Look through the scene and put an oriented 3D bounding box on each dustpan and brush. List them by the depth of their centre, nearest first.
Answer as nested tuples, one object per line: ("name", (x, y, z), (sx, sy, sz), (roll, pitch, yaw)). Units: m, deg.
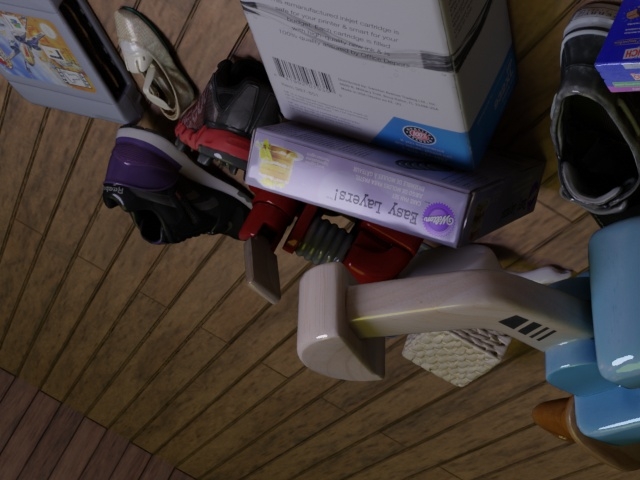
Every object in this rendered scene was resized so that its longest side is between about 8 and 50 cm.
("dustpan and brush", (0.202, 0.043, 1.786), (0.211, 0.147, 0.060), (-14, 107, 16))

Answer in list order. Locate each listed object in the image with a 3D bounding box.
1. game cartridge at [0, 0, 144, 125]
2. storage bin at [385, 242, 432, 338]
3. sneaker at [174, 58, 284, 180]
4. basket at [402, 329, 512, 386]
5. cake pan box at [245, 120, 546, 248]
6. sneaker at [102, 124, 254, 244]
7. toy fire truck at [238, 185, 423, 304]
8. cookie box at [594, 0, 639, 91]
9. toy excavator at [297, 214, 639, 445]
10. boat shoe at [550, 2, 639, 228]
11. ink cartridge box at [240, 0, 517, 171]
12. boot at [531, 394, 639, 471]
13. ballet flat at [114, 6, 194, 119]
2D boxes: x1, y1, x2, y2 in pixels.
("game cartridge", (-0.359, -0.261, 1.821), (0.198, 0.062, 0.297), (10, 151, 26))
("storage bin", (0.083, 0.063, 1.909), (0.098, 0.135, 0.091), (27, 166, 2))
("sneaker", (-0.104, -0.149, 1.721), (0.098, 0.135, 0.276), (22, -178, -16))
("basket", (0.189, 0.115, 1.920), (0.113, 0.103, 0.167), (29, 155, -4))
("cake pan box", (0.087, -0.075, 1.530), (0.246, 0.070, 0.267), (19, -163, 20))
("sneaker", (-0.195, -0.040, 1.956), (0.107, 0.124, 0.283), (4, 159, 40))
("toy fire truck", (0.000, 0.000, 1.716), (0.217, 0.246, 0.158), (30, 156, -4))
("cookie box", (0.294, -0.179, 1.220), (0.092, 0.107, 0.040), (3, 146, 44))
("toy excavator", (0.261, 0.075, 1.388), (0.433, 0.222, 0.445), (-22, 145, 40))
("boat shoe", (0.274, -0.084, 1.415), (0.121, 0.119, 0.335), (13, 152, 30))
("ink cartridge box", (0.051, -0.224, 1.361), (0.223, 0.129, 0.307), (19, 155, 23))
("boot", (0.356, 0.245, 1.925), (0.295, 0.104, 0.211), (17, 171, -40))
("ballet flat", (-0.205, -0.210, 1.755), (0.057, 0.052, 0.168), (8, 149, 37))
